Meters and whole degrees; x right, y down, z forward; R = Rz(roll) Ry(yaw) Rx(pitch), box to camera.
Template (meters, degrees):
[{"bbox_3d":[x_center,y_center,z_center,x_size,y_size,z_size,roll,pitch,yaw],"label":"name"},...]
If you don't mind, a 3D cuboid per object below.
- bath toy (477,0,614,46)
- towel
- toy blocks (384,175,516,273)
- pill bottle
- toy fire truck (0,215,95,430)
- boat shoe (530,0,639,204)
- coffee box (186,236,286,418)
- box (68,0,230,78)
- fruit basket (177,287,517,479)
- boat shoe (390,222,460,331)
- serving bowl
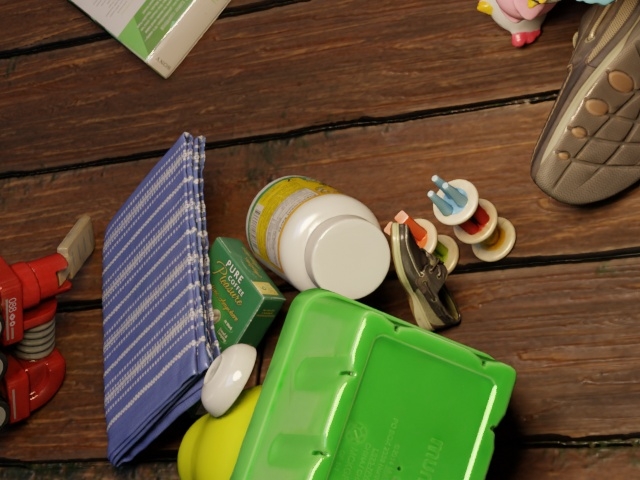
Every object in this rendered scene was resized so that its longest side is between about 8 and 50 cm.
[{"bbox_3d":[0.242,-0.284,1.823,0.151,0.348,0.129,3,89,-11],"label":"bath toy"},{"bbox_3d":[-0.189,0.069,2.000,0.243,0.040,0.336,-44,41,43],"label":"towel"},{"bbox_3d":[0.125,-0.018,1.837,0.123,0.148,0.054,-18,58,23],"label":"toy blocks"},{"bbox_3d":[0.000,0.000,1.875,0.118,0.117,0.208,-54,21,-2],"label":"pill bottle"},{"bbox_3d":[-0.353,0.088,2.090,0.246,0.217,0.158,-20,44,-29],"label":"toy fire truck"},{"bbox_3d":[0.338,-0.194,1.823,0.355,0.132,0.130,-53,27,0],"label":"boat shoe"},{"bbox_3d":[-0.119,0.101,1.963,0.113,0.040,0.184,50,120,38],"label":"coffee box"},{"bbox_3d":[-0.234,-0.384,2.302,0.232,0.058,0.322,-51,50,1],"label":"box"},{"bbox_3d":[0.009,0.248,1.760,0.392,0.282,0.392,-158,90,-80],"label":"fruit basket"},{"bbox_3d":[0.112,0.036,1.825,0.049,0.152,0.056,-11,45,14],"label":"boat shoe"},{"bbox_3d":[-0.100,0.140,1.776,0.083,0.027,0.083,-53,15,21],"label":"serving bowl"}]
